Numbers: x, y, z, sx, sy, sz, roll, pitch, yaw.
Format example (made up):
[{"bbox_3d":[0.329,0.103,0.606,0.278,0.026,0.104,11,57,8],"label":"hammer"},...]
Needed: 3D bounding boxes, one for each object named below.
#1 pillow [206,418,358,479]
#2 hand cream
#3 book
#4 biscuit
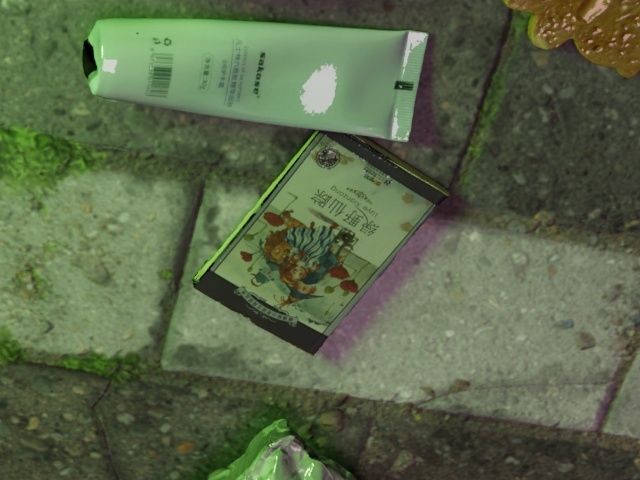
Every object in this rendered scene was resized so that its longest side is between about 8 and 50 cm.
[{"bbox_3d":[-0.054,0.371,1.729,0.310,0.138,0.283,-42,118,14],"label":"pillow"},{"bbox_3d":[-0.060,-0.154,1.455,0.320,0.067,0.109,4,111,-14],"label":"hand cream"},{"bbox_3d":[0.000,0.001,1.574,0.157,0.026,0.231,31,113,-23],"label":"book"},{"bbox_3d":[0.256,-0.231,1.464,0.184,0.027,0.133,15,117,-18],"label":"biscuit"}]
